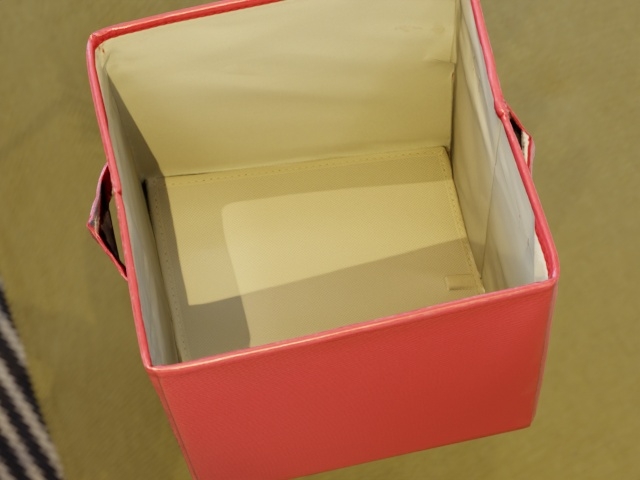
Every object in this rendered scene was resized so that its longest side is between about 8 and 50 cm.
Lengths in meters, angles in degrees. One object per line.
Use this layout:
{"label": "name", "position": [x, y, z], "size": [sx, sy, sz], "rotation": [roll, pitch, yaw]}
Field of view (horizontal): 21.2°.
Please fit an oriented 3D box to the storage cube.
{"label": "storage cube", "position": [0.000, 0.000, 0.861], "size": [0.215, 0.193, 0.183], "rotation": [-13, 64, -2]}
